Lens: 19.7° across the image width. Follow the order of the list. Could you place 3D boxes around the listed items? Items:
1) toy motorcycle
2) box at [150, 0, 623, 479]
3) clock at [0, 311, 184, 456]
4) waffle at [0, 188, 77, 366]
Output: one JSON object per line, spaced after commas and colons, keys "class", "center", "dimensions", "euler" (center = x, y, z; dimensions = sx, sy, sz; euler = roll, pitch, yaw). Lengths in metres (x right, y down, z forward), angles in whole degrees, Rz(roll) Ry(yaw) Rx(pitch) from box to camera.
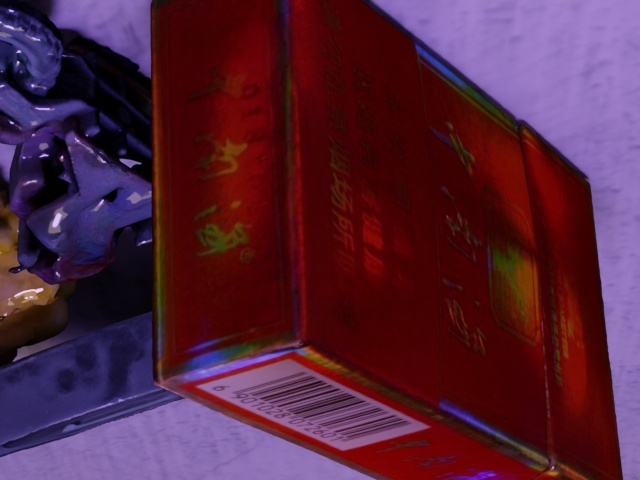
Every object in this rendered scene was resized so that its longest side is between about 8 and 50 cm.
{"class": "toy motorcycle", "center": [-0.135, -0.046, 0.912], "dimensions": [0.122, 0.082, 0.213], "euler": [-26, 139, 21]}
{"class": "box", "center": [0.043, 0.014, 0.920], "dimensions": [0.089, 0.197, 0.313], "euler": [-18, 151, 28]}
{"class": "clock", "center": [-0.125, 0.083, 1.123], "dimensions": [0.226, 0.049, 0.226], "euler": [-19, 176, -1]}
{"class": "waffle", "center": [-0.340, 0.035, 1.051], "dimensions": [0.380, 0.095, 0.382], "euler": [11, 153, -34]}
